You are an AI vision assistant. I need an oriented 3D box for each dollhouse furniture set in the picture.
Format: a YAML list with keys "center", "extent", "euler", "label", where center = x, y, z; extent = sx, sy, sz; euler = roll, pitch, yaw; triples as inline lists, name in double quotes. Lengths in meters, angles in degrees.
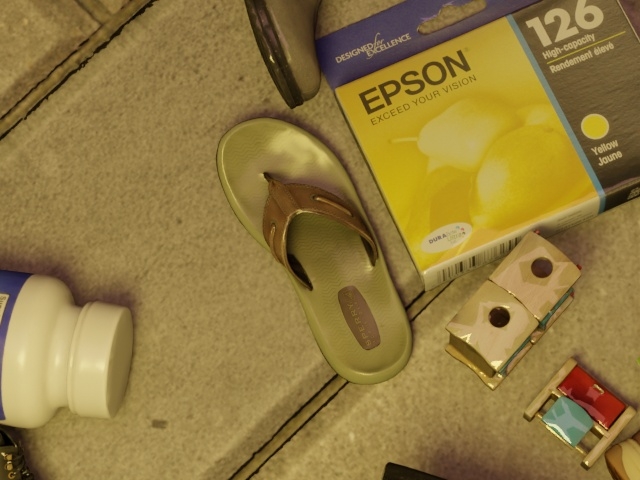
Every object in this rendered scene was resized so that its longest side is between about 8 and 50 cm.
- center: [0.231, 0.106, 1.575]
  extent: [0.183, 0.129, 0.129]
  euler: [40, 82, 12]
  label: "dollhouse furniture set"

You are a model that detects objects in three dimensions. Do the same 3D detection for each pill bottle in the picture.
- center: [-0.327, 0.102, 1.603]
  extent: [0.272, 0.152, 0.152]
  euler: [7, 78, 5]
  label: "pill bottle"

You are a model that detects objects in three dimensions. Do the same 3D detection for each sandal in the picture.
- center: [0.002, 0.000, 1.636]
  extent: [0.120, 0.086, 0.303]
  euler: [-31, 77, -4]
  label: "sandal"

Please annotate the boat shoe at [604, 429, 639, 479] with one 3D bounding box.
- center: [0.414, 0.301, 1.526]
  extent: [0.123, 0.123, 0.342]
  euler: [-37, 71, -4]
  label: "boat shoe"

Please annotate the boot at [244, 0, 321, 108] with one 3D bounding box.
- center: [0.023, -0.311, 1.680]
  extent: [0.222, 0.118, 0.338]
  euler: [-11, 71, 0]
  label: "boot"

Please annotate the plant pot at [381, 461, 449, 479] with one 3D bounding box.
- center: [0.148, 0.316, 1.478]
  extent: [0.167, 0.188, 0.188]
  euler: [5, 76, 27]
  label: "plant pot"

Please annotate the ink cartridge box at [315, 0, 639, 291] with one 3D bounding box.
- center: [0.179, -0.145, 1.652]
  extent: [0.303, 0.072, 0.307]
  euler: [-24, 72, -2]
  label: "ink cartridge box"

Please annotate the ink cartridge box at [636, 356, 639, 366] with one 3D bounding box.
- center: [0.433, 0.170, 1.499]
  extent: [0.188, 0.097, 0.255]
  euler: [-12, 57, -21]
  label: "ink cartridge box"

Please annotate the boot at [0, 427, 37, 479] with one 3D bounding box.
- center: [-0.273, 0.249, 1.569]
  extent: [0.197, 0.077, 0.137]
  euler: [12, 121, 5]
  label: "boot"
